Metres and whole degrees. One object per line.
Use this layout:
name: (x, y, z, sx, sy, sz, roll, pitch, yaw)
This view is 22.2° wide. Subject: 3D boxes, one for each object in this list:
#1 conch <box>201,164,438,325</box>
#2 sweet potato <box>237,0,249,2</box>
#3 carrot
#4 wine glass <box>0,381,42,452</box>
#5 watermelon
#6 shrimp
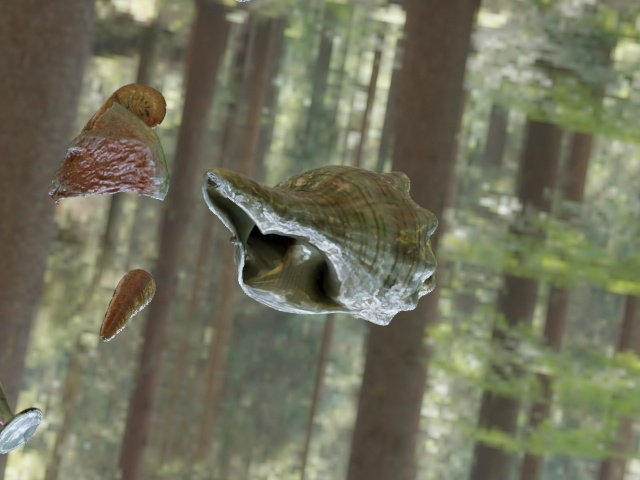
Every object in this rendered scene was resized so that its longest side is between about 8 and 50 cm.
conch: (-0.003, -0.007, 1.746, 0.386, 0.203, 0.170, 29, -159, -33)
sweet potato: (-0.109, -0.421, 2.094, 0.085, 0.286, 0.112, -5, 143, -15)
carrot: (-0.247, 0.084, 2.050, 0.048, 0.048, 0.216, 9, -162, 4)
wine glass: (-0.371, 0.154, 1.753, 0.155, 0.073, 0.073, 43, -167, 24)
watermelon: (-0.282, -0.113, 2.069, 0.158, 0.098, 0.121, -6, -149, -25)
shrimp: (-0.292, -0.176, 2.439, 0.095, 0.162, 0.045, 33, 143, 8)
